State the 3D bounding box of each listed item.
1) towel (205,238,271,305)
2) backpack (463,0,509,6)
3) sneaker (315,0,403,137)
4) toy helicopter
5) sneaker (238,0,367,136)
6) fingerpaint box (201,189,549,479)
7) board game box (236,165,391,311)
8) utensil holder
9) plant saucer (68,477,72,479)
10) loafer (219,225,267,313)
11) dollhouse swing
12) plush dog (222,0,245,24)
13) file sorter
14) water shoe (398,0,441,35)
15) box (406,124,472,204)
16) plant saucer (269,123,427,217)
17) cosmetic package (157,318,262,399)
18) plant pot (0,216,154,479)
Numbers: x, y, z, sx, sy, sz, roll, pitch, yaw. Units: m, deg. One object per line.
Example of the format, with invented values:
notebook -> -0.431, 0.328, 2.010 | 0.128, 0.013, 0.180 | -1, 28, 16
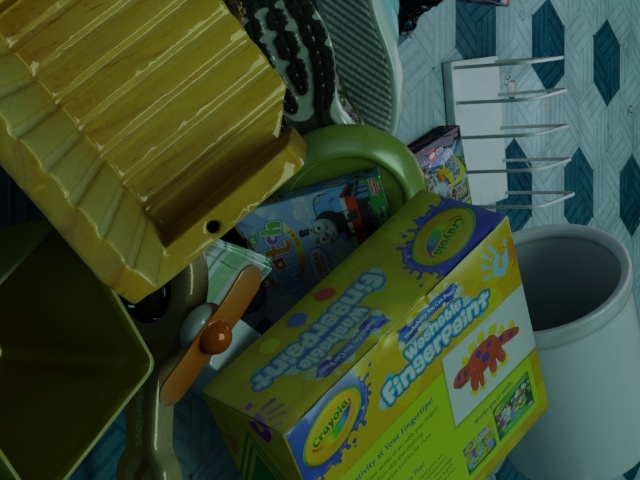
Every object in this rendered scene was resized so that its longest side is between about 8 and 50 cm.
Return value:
towel -> -0.147, 0.049, 1.577 | 0.152, 0.023, 0.113 | 22, 109, -38
backpack -> 0.214, -0.504, 1.997 | 0.263, 0.276, 0.213 | 16, 91, -51
sneaker -> 0.080, -0.320, 1.890 | 0.150, 0.135, 0.366 | -35, 123, -54
toy helicopter -> -0.184, 0.140, 1.417 | 0.140, 0.235, 0.355 | -1, 91, -56
sneaker -> -0.027, -0.220, 1.774 | 0.182, 0.158, 0.410 | -93, 162, -60
fingerpaint box -> 0.094, 0.213, 1.645 | 0.445, 0.163, 0.371 | -42, 132, -28
board game box -> 0.000, 0.000, 1.720 | 0.039, 0.211, 0.160 | -94, 167, -65
utensil holder -> 0.441, 0.218, 2.257 | 0.327, 0.327, 0.385 | -52, 133, -42
plant saucer -> -0.353, 0.385, 1.344 | 0.317, 0.043, 0.318 | -1, 91, -55
loafer -> -0.137, 0.014, 1.612 | 0.096, 0.084, 0.267 | -60, 135, -27
dollhouse swing -> -0.180, -0.150, 1.197 | 0.315, 0.305, 0.347 | -41, 101, -12
plush dog -> -0.175, -0.253, 1.496 | 0.225, 0.210, 0.262 | 72, 31, -69
file sorter -> 0.356, -0.203, 2.256 | 0.193, 0.173, 0.278 | -18, 105, -55
water shoe -> 0.146, -0.366, 1.941 | 0.073, 0.203, 0.080 | 3, 96, -16
box -> 0.184, -0.091, 2.118 | 0.233, 0.044, 0.159 | -34, 118, -50
plant saucer -> 0.035, -0.051, 1.746 | 0.037, 0.241, 0.241 | -96, 165, -58
cosmetic package -> -0.115, 0.172, 1.625 | 0.231, 0.117, 0.085 | 46, 53, -47
plant pot -> -0.335, 0.116, 1.239 | 0.212, 0.187, 0.212 | -55, 132, -41
